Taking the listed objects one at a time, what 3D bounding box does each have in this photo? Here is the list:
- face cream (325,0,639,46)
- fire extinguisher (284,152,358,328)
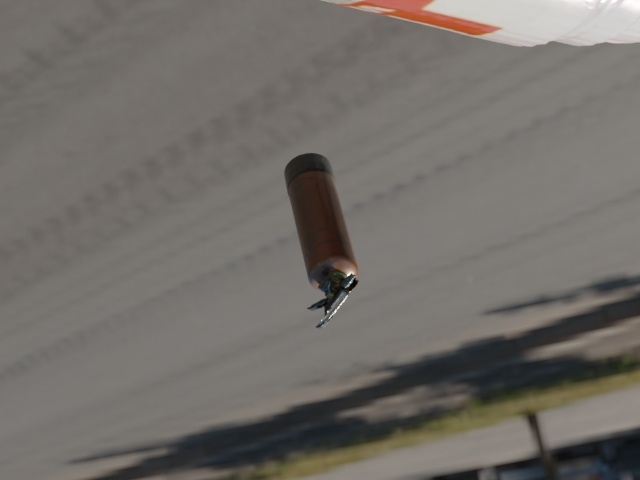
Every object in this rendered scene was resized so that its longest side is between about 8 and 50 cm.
[{"bbox_3d":[0.027,-0.136,0.648,0.345,0.102,0.102,8,160,-39],"label":"face cream"},{"bbox_3d":[0.000,0.000,0.707,0.022,0.083,0.028,25,124,-33],"label":"fire extinguisher"}]
